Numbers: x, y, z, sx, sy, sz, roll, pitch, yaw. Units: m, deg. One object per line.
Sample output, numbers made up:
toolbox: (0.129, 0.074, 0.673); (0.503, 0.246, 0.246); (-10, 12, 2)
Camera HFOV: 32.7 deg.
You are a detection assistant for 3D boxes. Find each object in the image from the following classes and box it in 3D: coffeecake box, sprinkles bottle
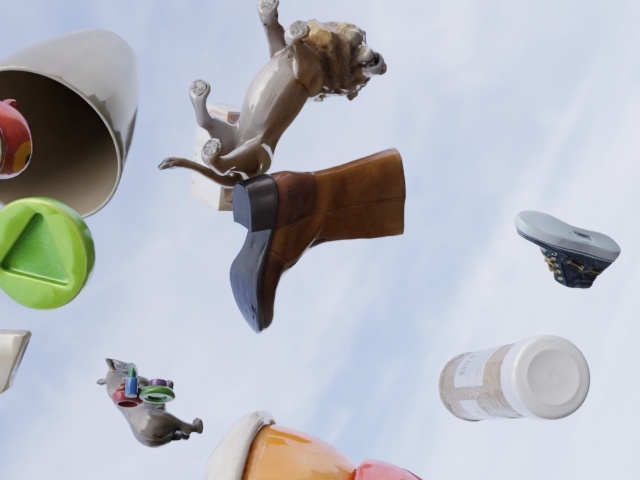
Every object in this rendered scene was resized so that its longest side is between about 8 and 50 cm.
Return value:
coffeecake box: (-0.182, -0.159, 2.048); (0.068, 0.142, 0.185); (0, -77, -29)
sprinkles bottle: (0.290, 0.220, 1.694); (0.121, 0.121, 0.355); (-59, 5, -14)

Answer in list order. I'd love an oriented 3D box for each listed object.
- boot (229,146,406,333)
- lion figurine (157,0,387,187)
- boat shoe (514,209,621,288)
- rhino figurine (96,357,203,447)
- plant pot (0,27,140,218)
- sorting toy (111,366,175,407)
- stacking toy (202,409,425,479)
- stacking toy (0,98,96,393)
boot: (0.000, 0.000, 1.684); (0.280, 0.096, 0.264); (-12, -68, -28)
lion figurine: (-0.072, -0.202, 1.642); (0.392, 0.142, 0.240); (-48, -28, -9)
boat shoe: (0.344, 0.019, 1.580); (0.183, 0.065, 0.083); (17, -59, -24)
rhino figurine: (-0.302, 0.263, 1.832); (0.106, 0.243, 0.073); (1, -61, -41)
plant pot: (-0.376, -0.206, 1.651); (0.274, 0.256, 0.256); (-70, -15, -53)
sorting toy: (-0.254, 0.207, 1.546); (0.061, 0.102, 0.042); (41, -138, -52)
stacking toy: (0.115, 0.369, 1.181); (0.350, 0.480, 0.351); (1, -90, -82)
stacking toy: (-0.396, 0.001, 1.316); (0.309, 0.279, 0.130); (-53, -5, 21)
